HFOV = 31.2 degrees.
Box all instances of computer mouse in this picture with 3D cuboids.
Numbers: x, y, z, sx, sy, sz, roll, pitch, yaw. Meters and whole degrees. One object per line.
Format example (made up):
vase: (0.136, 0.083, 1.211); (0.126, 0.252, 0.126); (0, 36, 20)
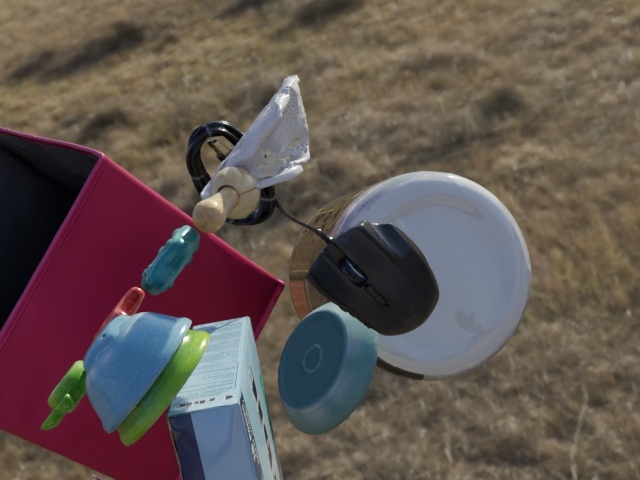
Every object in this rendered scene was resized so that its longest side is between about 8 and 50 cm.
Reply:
computer mouse: (0.000, 0.000, 0.786); (0.071, 0.242, 0.041); (-43, 35, 17)

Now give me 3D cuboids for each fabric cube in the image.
fabric cube: (-0.247, 0.066, 1.135); (0.259, 0.258, 0.254); (16, 75, 47)

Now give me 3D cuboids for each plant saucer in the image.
plant saucer: (0.000, 0.102, 0.961); (0.119, 0.021, 0.119); (-30, 47, 38)

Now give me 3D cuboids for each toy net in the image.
toy net: (-0.063, 0.009, 0.624); (0.232, 0.045, 0.122); (-58, 9, -29)

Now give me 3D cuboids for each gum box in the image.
gum box: (-0.046, 0.142, 0.668); (0.041, 0.157, 0.184); (-11, 9, 0)

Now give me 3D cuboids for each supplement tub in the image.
supplement tub: (0.080, 0.039, 1.253); (0.207, 0.207, 0.338); (-27, 3, -10)

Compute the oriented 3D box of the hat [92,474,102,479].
hat: (-0.145, 0.314, 0.805); (0.209, 0.173, 0.183); (-63, 1, 1)
